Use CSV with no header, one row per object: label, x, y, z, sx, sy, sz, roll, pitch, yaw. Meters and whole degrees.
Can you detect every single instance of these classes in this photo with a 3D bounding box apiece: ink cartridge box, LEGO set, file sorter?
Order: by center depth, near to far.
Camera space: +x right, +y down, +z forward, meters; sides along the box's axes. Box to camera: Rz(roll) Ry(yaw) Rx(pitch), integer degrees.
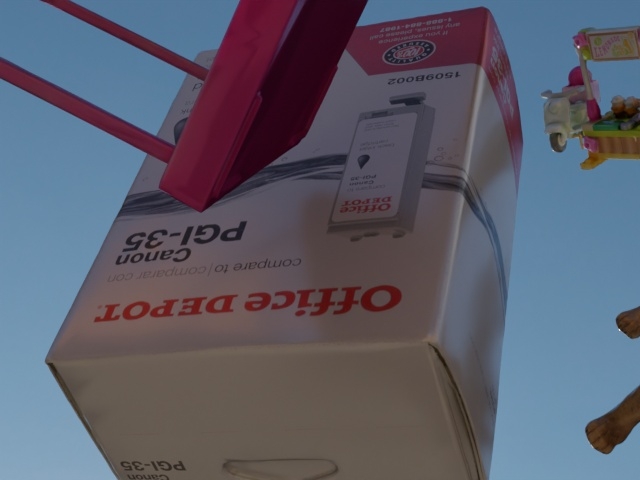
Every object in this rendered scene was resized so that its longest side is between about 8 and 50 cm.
file sorter,-0.043,-0.195,0.444,0.182,0.202,0.291,27,-75,2
ink cartridge box,0.000,0.000,0.630,0.207,0.283,0.117,-5,-50,19
LEGO set,0.291,-0.125,0.804,0.287,0.132,0.107,-6,-68,33

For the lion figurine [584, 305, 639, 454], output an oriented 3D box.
lion figurine,0.375,0.083,0.988,0.142,0.392,0.240,33,-48,-8
